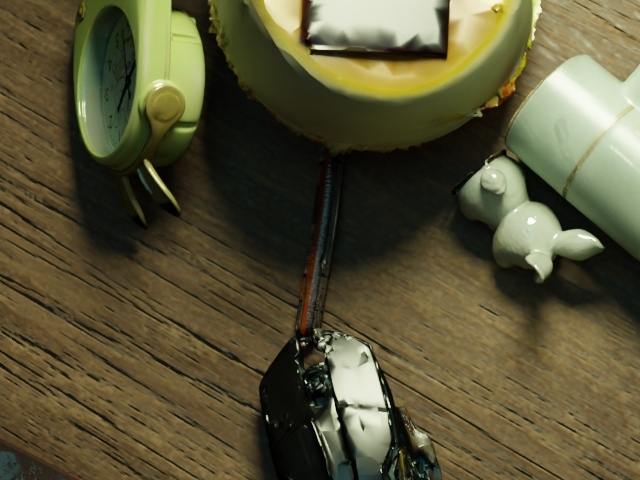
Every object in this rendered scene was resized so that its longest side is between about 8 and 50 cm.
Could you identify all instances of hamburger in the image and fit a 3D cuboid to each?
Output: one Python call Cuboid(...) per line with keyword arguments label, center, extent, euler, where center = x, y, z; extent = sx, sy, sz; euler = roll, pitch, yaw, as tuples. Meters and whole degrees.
Cuboid(label="hamburger", center=(0.048, -0.211, 1.642), extent=(0.294, 0.179, 0.276), euler=(1, 73, -6))

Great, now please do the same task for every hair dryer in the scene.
Cuboid(label="hair dryer", center=(0.327, -0.164, 1.589), extent=(0.173, 0.107, 0.357), euler=(42, 106, 16))

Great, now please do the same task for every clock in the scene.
Cuboid(label="clock", center=(-0.160, -0.129, 1.684), extent=(0.069, 0.170, 0.232), euler=(2, 81, -29))

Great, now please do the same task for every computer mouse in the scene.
Cuboid(label="computer mouse", center=(0.023, 0.188, 1.620), extent=(0.147, 0.077, 0.241), euler=(-21, 75, 2))

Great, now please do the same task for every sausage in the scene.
Cuboid(label="sausage", center=(0.000, 0.000, 1.692), extent=(0.025, 0.028, 0.198), euler=(13, 77, -21))

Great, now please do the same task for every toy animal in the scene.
Cuboid(label="toy animal", center=(0.176, -0.016, 1.645), extent=(0.071, 0.085, 0.124), euler=(-32, 79, -17))

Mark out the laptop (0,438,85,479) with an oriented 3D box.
Cuboid(label="laptop", center=(-0.239, 0.281, 1.669), extent=(0.207, 0.026, 0.154), euler=(25, 80, 12))
